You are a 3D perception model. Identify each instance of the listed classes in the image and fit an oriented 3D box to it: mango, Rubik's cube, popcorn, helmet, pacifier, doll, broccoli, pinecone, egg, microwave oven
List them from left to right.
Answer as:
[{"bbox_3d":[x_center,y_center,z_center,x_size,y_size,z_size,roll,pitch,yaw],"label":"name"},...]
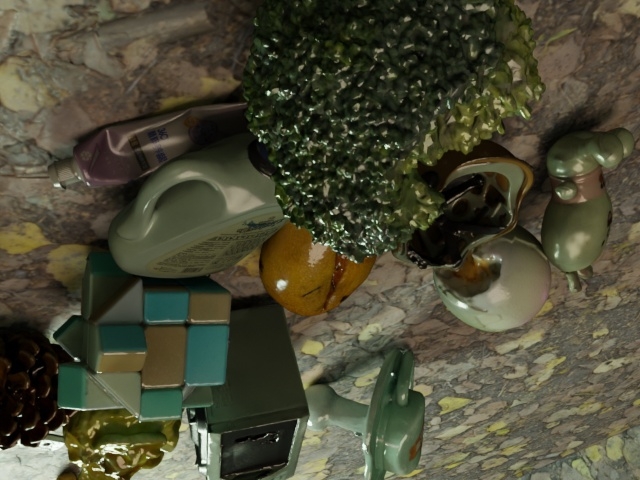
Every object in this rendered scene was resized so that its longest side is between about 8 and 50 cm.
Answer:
[{"bbox_3d":[-0.469,0.222,1.207,0.185,0.169,0.212,-41,156,9],"label":"pinecone"},{"bbox_3d":[-0.327,0.307,1.339,0.181,0.217,0.235,30,140,-11],"label":"popcorn"},{"bbox_3d":[-0.256,0.128,1.127,0.212,0.225,0.265,1,-174,-24],"label":"Rubik's cube"},{"bbox_3d":[-0.139,0.278,1.381,0.181,0.238,0.295,-9,148,-13],"label":"microwave oven"},{"bbox_3d":[0.002,0.006,1.160,0.177,0.120,0.295,-9,146,-17],"label":"mango"},{"bbox_3d":[0.085,0.355,1.660,0.269,0.288,0.344,14,127,16],"label":"pacifier"},{"bbox_3d":[0.090,-0.155,0.806,0.301,0.249,0.376,-2,104,-40],"label":"broccoli"},{"bbox_3d":[0.176,-0.066,1.133,0.198,0.130,0.224,14,125,-45],"label":"helmet"},{"bbox_3d":[0.289,0.057,1.322,0.183,0.183,0.217,-40,147,29],"label":"egg"},{"bbox_3d":[0.388,-0.055,1.225,0.155,0.113,0.275,-43,144,-46],"label":"doll"}]

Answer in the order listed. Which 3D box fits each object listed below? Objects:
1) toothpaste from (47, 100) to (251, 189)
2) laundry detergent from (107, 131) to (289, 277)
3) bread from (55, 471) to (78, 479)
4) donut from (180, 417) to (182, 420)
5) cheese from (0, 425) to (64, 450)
[{"bbox_3d":[-0.174,-0.120,0.965,0.300,0.048,0.075,-18,143,-5],"label":"toothpaste"},{"bbox_3d":[-0.123,-0.053,0.982,0.214,0.105,0.280,-3,156,-37],"label":"laundry detergent"},{"bbox_3d":[-0.541,0.523,1.725,0.049,0.103,0.062,-19,105,-19],"label":"bread"},{"bbox_3d":[-0.318,0.321,1.514,0.108,0.065,0.166,-38,142,27],"label":"donut"},{"bbox_3d":[-0.565,0.351,1.453,0.127,0.050,0.235,-34,142,21],"label":"cheese"}]
